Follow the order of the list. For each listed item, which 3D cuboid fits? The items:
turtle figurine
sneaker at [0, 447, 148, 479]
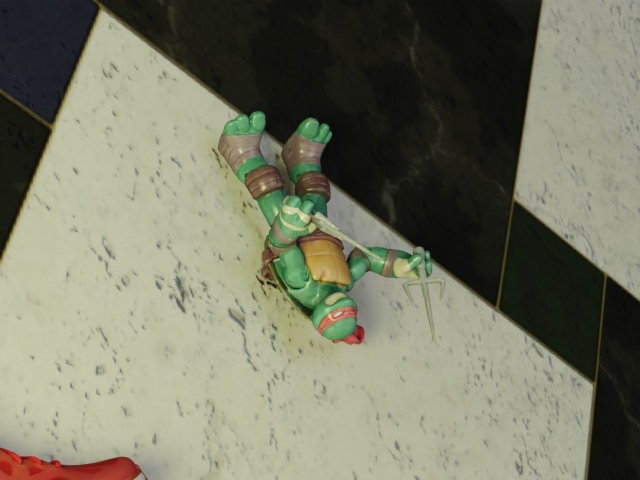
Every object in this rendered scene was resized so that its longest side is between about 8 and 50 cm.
[{"bbox_3d":[0.000,0.000,1.416,0.175,0.118,0.234,22,36,-55],"label":"turtle figurine"},{"bbox_3d":[-0.220,0.148,1.123,0.221,0.087,0.128,-13,79,-50],"label":"sneaker"}]
